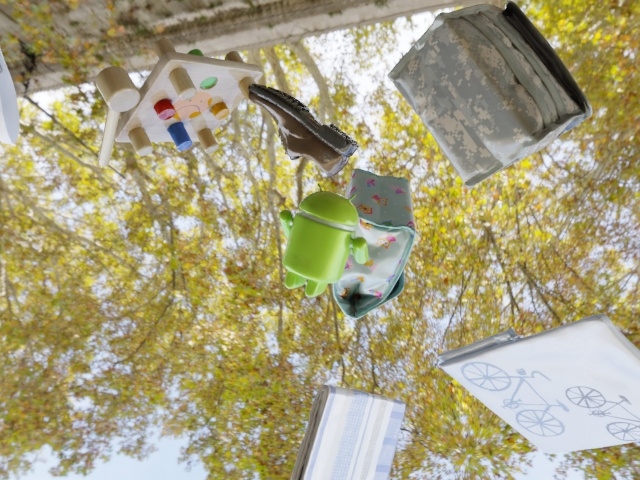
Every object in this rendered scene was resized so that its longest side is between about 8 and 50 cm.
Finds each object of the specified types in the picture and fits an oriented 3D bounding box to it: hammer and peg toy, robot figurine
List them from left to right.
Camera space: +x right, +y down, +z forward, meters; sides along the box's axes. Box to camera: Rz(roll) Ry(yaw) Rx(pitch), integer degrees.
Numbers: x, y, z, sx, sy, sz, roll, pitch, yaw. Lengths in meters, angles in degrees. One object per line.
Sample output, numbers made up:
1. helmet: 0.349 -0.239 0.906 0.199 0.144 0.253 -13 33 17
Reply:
1. hammer and peg toy: -0.318 -0.284 1.050 0.266 0.361 0.127 -37 -104 37
2. robot figurine: 0.000 0.000 0.537 0.101 0.067 0.115 20 -82 19

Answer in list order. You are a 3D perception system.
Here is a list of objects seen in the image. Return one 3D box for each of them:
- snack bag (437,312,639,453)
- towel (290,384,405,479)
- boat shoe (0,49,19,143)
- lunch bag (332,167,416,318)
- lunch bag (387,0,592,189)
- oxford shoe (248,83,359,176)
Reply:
1. snack bag: 0.431 0.259 0.892 0.323 0.342 0.037 40 -131 -11
2. towel: 0.061 0.394 0.980 0.034 0.285 0.209 8 -104 43
3. boat shoe: -0.549 -0.262 0.810 0.076 0.228 0.080 -3 -140 -9
4. lunch bag: 0.108 0.013 1.109 0.160 0.262 0.223 11 -147 -2
5. lunch bag: 0.296 -0.248 0.824 0.287 0.169 0.235 -29 -97 -38
6. oxford shoe: -0.049 -0.193 0.892 0.227 0.083 0.096 40 -66 13
